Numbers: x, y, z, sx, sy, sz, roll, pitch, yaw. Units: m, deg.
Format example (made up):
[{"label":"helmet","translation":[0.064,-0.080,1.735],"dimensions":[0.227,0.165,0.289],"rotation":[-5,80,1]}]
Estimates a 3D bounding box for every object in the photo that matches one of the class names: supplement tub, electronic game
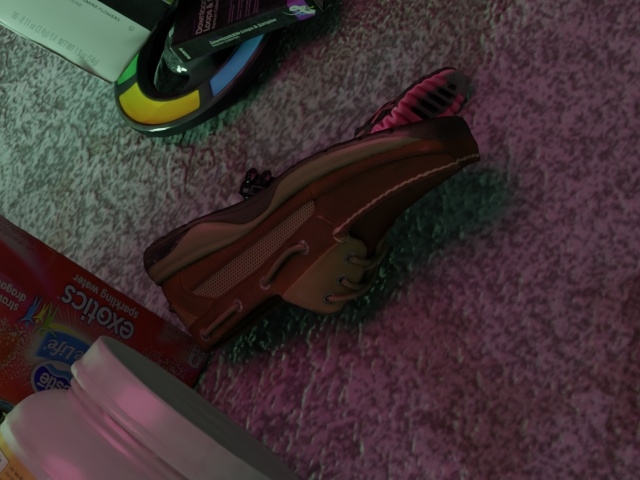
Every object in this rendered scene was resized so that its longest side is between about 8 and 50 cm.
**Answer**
[{"label":"supplement tub","translation":[-0.183,0.262,1.326],"dimensions":[0.331,0.241,0.241],"rotation":[-52,38,-1]},{"label":"electronic game","translation":[-0.119,-0.203,1.785],"dimensions":[0.229,0.048,0.229],"rotation":[-27,44,30]}]

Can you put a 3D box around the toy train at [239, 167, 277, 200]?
[{"label":"toy train","translation":[-0.019,-0.037,1.568],"dimensions":[0.158,0.027,0.036],"rotation":[11,71,49]}]

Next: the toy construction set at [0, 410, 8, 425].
[{"label":"toy construction set","translation":[-0.381,0.090,1.630],"dimensions":[0.215,0.327,0.151],"rotation":[22,84,32]}]

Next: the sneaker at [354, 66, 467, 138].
[{"label":"sneaker","translation":[0.072,-0.111,1.526],"dimensions":[0.119,0.047,0.057],"rotation":[-39,28,14]}]

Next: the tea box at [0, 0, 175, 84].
[{"label":"tea box","translation":[-0.204,-0.396,1.785],"dimensions":[0.323,0.220,0.329],"rotation":[-51,23,26]}]

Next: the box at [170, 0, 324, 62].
[{"label":"box","translation":[-0.067,-0.243,1.717],"dimensions":[0.162,0.029,0.116],"rotation":[-18,47,27]}]

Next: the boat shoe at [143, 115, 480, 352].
[{"label":"boat shoe","translation":[0.000,0.000,1.460],"dimensions":[0.324,0.122,0.120],"rotation":[-27,84,36]}]

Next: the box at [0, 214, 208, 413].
[{"label":"box","translation":[-0.236,0.084,1.506],"dimensions":[0.122,0.257,0.128],"rotation":[10,69,49]}]
